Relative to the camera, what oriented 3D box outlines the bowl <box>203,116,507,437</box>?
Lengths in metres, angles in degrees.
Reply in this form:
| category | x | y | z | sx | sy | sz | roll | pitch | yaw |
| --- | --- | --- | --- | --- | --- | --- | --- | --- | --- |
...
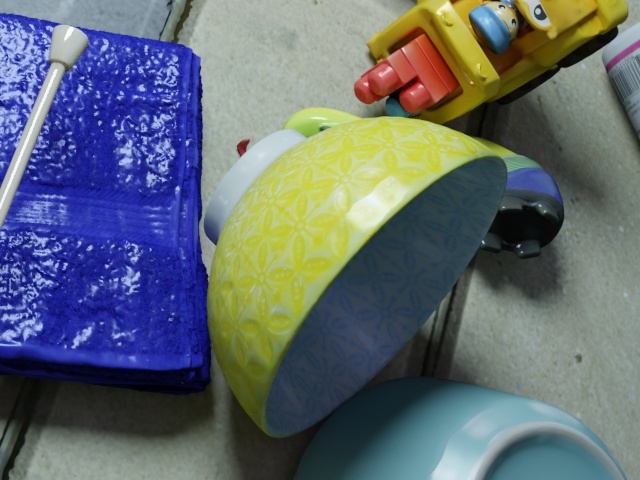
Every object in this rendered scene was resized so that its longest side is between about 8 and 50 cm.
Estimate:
| category | x | y | z | sx | sy | sz | roll | pitch | yaw |
| --- | --- | --- | --- | --- | --- | --- | --- | --- | --- |
| bowl | 0.000 | 0.000 | 1.170 | 0.156 | 0.289 | 0.289 | 41 | 52 | 19 |

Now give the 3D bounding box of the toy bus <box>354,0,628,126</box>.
| category | x | y | z | sx | sy | sz | roll | pitch | yaw |
| --- | --- | --- | --- | --- | --- | --- | --- | --- | --- |
| toy bus | 0.139 | -0.188 | 1.344 | 0.211 | 0.220 | 0.149 | -34 | 94 | -29 |

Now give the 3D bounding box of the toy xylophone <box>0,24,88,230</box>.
| category | x | y | z | sx | sy | sz | roll | pitch | yaw |
| --- | --- | --- | --- | --- | --- | --- | --- | --- | --- |
| toy xylophone | -0.316 | -0.094 | 1.078 | 0.236 | 0.081 | 0.322 | 23 | 66 | -1 |

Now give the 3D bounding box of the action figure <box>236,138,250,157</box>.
| category | x | y | z | sx | sy | sz | roll | pitch | yaw |
| --- | --- | --- | --- | --- | --- | --- | --- | --- | --- |
| action figure | -0.048 | -0.034 | 1.282 | 0.038 | 0.030 | 0.115 | -1 | 72 | -36 |

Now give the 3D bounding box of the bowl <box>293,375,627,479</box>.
| category | x | y | z | sx | sy | sz | roll | pitch | yaw |
| --- | --- | --- | --- | --- | --- | --- | --- | --- | --- |
| bowl | 0.141 | 0.247 | 1.180 | 0.312 | 0.163 | 0.311 | 11 | 68 | -28 |

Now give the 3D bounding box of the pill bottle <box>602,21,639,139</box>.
| category | x | y | z | sx | sy | sz | roll | pitch | yaw |
| --- | --- | --- | --- | --- | --- | --- | --- | --- | --- |
| pill bottle | 0.420 | -0.103 | 1.499 | 0.160 | 0.160 | 0.283 | -19 | 81 | -34 |

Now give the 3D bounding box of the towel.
| category | x | y | z | sx | sy | sz | roll | pitch | yaw |
| --- | --- | --- | --- | --- | --- | --- | --- | --- | --- |
| towel | -0.191 | -0.035 | 1.169 | 0.228 | 0.076 | 0.308 | 8 | 66 | -28 |

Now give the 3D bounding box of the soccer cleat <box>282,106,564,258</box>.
| category | x | y | z | sx | sy | sz | roll | pitch | yaw |
| --- | --- | --- | --- | --- | --- | --- | --- | --- | --- |
| soccer cleat | 0.092 | -0.064 | 1.355 | 0.289 | 0.093 | 0.121 | 17 | 32 | -19 |
